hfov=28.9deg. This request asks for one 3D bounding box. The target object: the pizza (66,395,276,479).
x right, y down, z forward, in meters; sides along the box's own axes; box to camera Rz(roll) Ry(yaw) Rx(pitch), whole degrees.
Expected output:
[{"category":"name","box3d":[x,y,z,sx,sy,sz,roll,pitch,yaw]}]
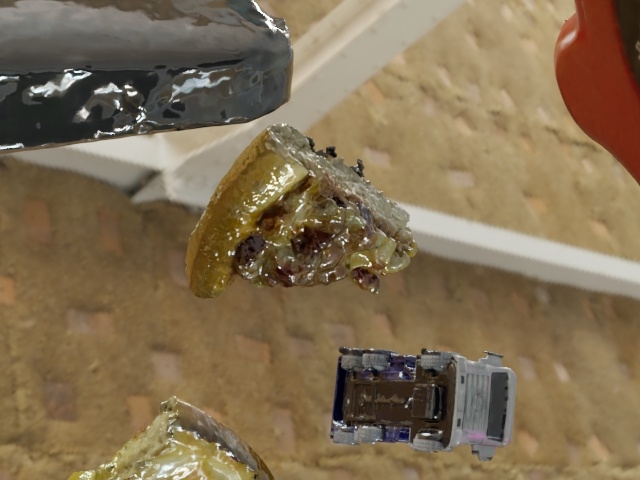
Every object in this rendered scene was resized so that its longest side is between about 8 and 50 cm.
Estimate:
[{"category":"pizza","box3d":[-0.139,0.261,1.108,0.089,0.223,0.323,-115,3,-47]}]

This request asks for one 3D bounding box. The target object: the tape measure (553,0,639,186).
[{"category":"tape measure","box3d":[0.192,-0.073,0.430,0.114,0.260,0.253,-24,-125,-15]}]

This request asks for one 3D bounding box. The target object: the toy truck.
[{"category":"toy truck","box3d":[0.132,0.198,1.516,0.155,0.268,0.124,11,-100,-29]}]

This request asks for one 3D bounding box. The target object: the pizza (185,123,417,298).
[{"category":"pizza","box3d":[0.001,0.000,0.908,0.194,0.154,0.069,9,-144,-34]}]

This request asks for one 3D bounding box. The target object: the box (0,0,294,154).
[{"category":"box","box3d":[-0.225,-0.146,0.713,0.359,0.091,0.350,-7,-146,-19]}]
